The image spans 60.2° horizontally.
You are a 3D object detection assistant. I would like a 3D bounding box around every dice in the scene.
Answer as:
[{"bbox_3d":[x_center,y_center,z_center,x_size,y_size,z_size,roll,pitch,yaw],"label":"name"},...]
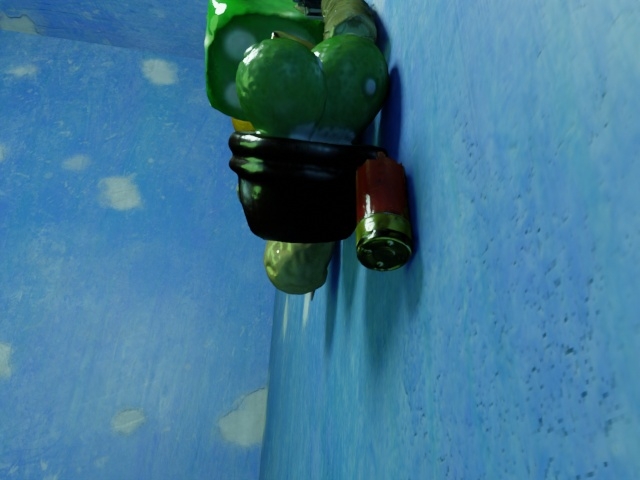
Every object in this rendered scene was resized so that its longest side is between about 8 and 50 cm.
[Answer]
[{"bbox_3d":[-0.124,-0.471,1.356,0.287,0.300,0.297,-92,9,-50],"label":"dice"}]

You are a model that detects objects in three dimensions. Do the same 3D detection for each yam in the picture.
[{"bbox_3d":[0.039,-0.346,0.858,0.371,0.083,0.083,-91,10,-59],"label":"yam"}]

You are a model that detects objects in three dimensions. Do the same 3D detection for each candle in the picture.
[{"bbox_3d":[0.057,-0.036,0.517,0.052,0.052,0.130,105,170,-49],"label":"candle"}]

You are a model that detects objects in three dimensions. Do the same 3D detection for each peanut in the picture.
[{"bbox_3d":[-0.044,-0.053,0.963,0.147,0.148,0.318,109,166,-60],"label":"peanut"}]

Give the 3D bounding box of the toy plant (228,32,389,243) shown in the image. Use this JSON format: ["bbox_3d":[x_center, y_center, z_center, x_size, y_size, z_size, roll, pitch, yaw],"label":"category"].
[{"bbox_3d":[-0.007,-0.120,0.619,0.218,0.176,0.234,-12,-69,-55],"label":"toy plant"}]

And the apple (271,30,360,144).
[{"bbox_3d":[0.001,-0.145,0.798,0.193,0.120,0.264,-1,-78,-55],"label":"apple"}]

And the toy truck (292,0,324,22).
[{"bbox_3d":[0.016,-0.581,1.116,0.157,0.124,0.272,-59,-27,-81],"label":"toy truck"}]

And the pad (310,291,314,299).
[{"bbox_3d":[0.000,0.000,1.153,0.234,0.003,0.158,105,169,-50],"label":"pad"}]

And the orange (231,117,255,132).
[{"bbox_3d":[-0.167,-0.425,1.824,0.274,0.275,0.274,-173,90,-83],"label":"orange"}]
